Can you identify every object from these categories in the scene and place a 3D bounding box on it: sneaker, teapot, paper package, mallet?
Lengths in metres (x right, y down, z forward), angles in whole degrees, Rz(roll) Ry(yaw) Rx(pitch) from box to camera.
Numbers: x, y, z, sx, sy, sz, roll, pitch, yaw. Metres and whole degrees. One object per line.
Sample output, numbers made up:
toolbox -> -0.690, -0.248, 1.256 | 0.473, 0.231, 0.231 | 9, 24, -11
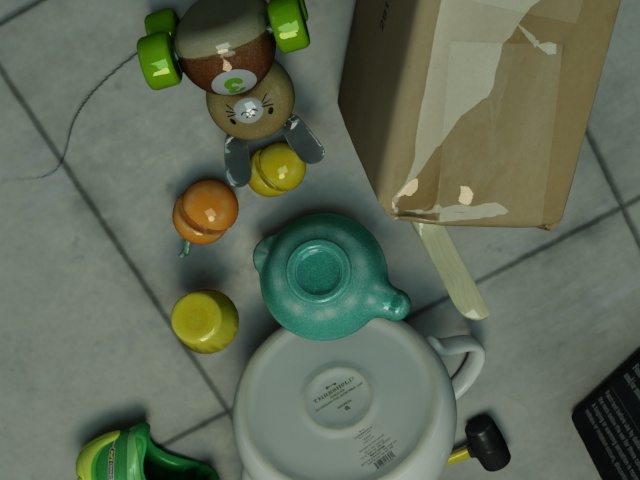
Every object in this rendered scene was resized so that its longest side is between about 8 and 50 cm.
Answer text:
sneaker -> -0.151, 0.328, 1.382 | 0.123, 0.109, 0.295 | -35, 110, 13
teapot -> 0.036, 0.203, 1.311 | 0.256, 0.252, 0.187 | 5, 151, 14
paper package -> 0.134, -0.215, 1.081 | 0.168, 0.309, 0.324 | 6, 112, -10
mallet -> 0.126, 0.259, 1.422 | 0.190, 0.039, 0.062 | -17, 112, 6

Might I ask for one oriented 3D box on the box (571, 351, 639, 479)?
box -> 0.627, 0.238, 1.316 | 0.480, 0.297, 0.472 | 40, 105, -18

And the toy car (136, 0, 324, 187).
toy car -> -0.071, -0.142, 1.184 | 0.155, 0.149, 0.188 | -15, 117, 6

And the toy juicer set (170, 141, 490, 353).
toy juicer set -> 0.000, 0.000, 1.264 | 0.329, 0.089, 0.209 | -7, 81, 6
